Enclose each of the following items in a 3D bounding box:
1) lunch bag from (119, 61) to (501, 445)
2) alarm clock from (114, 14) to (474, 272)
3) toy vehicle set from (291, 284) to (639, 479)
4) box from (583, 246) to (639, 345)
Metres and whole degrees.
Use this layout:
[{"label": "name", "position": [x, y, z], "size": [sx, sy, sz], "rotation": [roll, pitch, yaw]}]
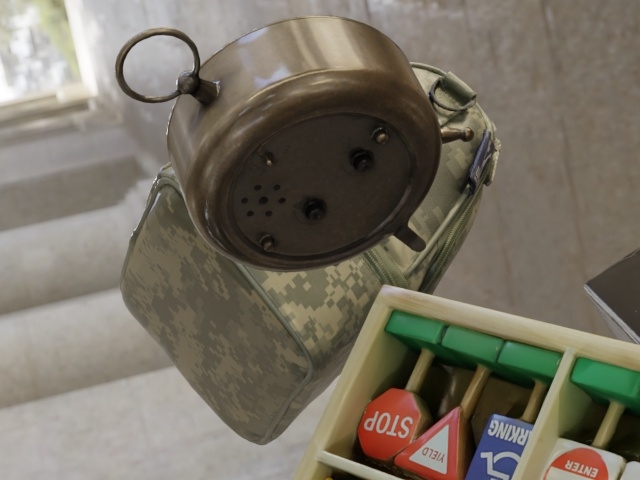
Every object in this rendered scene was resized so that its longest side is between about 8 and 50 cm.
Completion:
[{"label": "lunch bag", "position": [0.000, 0.000, 1.266], "size": [0.212, 0.256, 0.305], "rotation": [47, 155, 9]}, {"label": "alarm clock", "position": [-0.020, -0.049, 0.735], "size": [0.192, 0.129, 0.064], "rotation": [28, -152, -37]}, {"label": "toy vehicle set", "position": [0.088, 0.115, 0.456], "size": [0.267, 0.166, 0.035], "rotation": [12, 163, 46]}, {"label": "box", "position": [0.440, 0.086, 1.179], "size": [0.312, 0.343, 0.179], "rotation": [56, -177, -15]}]
